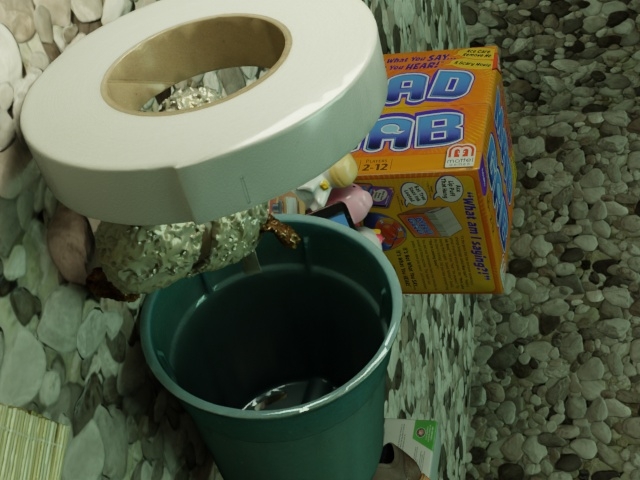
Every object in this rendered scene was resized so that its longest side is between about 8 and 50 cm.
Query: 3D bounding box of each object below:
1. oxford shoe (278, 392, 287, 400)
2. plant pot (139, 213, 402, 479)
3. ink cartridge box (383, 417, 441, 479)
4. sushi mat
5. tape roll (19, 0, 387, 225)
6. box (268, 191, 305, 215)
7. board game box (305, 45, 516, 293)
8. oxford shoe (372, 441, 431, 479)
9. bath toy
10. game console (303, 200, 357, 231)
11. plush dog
[{"bbox_3d":[-0.020,0.355,1.858,0.130,0.123,0.348,-55,150,-17],"label":"oxford shoe"},{"bbox_3d":[-0.048,0.200,1.438,0.334,0.341,0.341,81,18,-45],"label":"plant pot"},{"bbox_3d":[0.134,0.448,2.114,0.086,0.209,0.153,75,23,-43],"label":"ink cartridge box"},{"bbox_3d":[-0.316,0.330,1.046,0.151,0.019,0.316,44,48,-64],"label":"sushi mat"},{"bbox_3d":[-0.123,-0.160,1.090,0.392,0.392,0.072,-70,153,-48],"label":"tape roll"},{"bbox_3d":[-0.094,-0.020,1.640,0.170,0.091,0.130,39,52,-67],"label":"box"},{"bbox_3d":[0.191,-0.135,2.096,0.356,0.357,0.356,70,26,-45],"label":"board game box"},{"bbox_3d":[0.081,0.490,1.861,0.132,0.130,0.364,56,28,1],"label":"oxford shoe"},{"bbox_3d":[0.022,-0.069,1.847,0.129,0.152,0.348,-87,153,-44],"label":"bath toy"},{"bbox_3d":[0.010,0.023,1.610,0.144,0.085,0.124,67,20,-3],"label":"game console"},{"bbox_3d":[-0.165,-0.016,1.192,0.225,0.211,0.262,-31,152,-46],"label":"plush dog"}]
